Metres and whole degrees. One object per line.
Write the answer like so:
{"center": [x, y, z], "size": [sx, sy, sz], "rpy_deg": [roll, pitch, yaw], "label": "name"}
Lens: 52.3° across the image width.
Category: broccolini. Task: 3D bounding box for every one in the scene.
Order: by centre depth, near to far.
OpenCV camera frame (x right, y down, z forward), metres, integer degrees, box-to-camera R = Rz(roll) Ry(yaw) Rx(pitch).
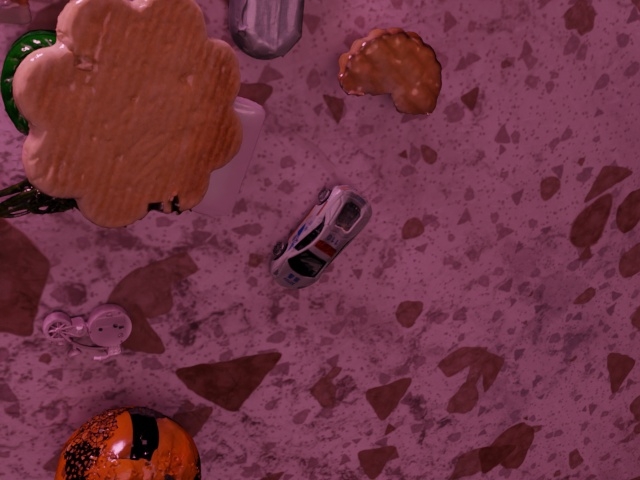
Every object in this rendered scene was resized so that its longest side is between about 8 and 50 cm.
{"center": [-0.416, -0.054, 0.887], "size": [0.201, 0.058, 0.073], "rpy_deg": [-15, 80, 5], "label": "broccolini"}

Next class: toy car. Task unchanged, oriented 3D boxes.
{"center": [0.000, 0.000, 1.073], "size": [0.095, 0.056, 0.205], "rpy_deg": [35, 98, -34], "label": "toy car"}

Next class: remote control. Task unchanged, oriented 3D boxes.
{"center": [-0.065, -0.364, 0.860], "size": [0.104, 0.052, 0.247], "rpy_deg": [-4, 115, -22], "label": "remote control"}

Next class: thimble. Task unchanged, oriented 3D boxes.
{"center": [-0.335, -0.191, 0.811], "size": [0.118, 0.090, 0.130], "rpy_deg": [21, 106, -32], "label": "thimble"}

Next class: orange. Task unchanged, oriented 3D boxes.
{"center": [-0.314, 0.384, 1.066], "size": [0.235, 0.182, 0.234], "rpy_deg": [-18, 125, -27], "label": "orange"}

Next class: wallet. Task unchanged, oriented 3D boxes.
{"center": [-0.148, -0.122, 0.961], "size": [0.095, 0.033, 0.189], "rpy_deg": [11, 110, -25], "label": "wallet"}

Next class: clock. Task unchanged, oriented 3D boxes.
{"center": [-0.359, 0.142, 1.004], "size": [0.129, 0.041, 0.087], "rpy_deg": [0, 112, -28], "label": "clock"}

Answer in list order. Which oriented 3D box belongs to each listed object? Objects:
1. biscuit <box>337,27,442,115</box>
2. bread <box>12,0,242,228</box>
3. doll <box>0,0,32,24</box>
{"center": [0.110, -0.259, 0.982], "size": [0.183, 0.061, 0.118], "rpy_deg": [14, 108, -30], "label": "biscuit"}
{"center": [-0.228, -0.158, 0.813], "size": [0.316, 0.054, 0.315], "rpy_deg": [-23, 128, -34], "label": "bread"}
{"center": [-0.308, -0.350, 0.747], "size": [0.183, 0.085, 0.217], "rpy_deg": [0, 124, -23], "label": "doll"}
